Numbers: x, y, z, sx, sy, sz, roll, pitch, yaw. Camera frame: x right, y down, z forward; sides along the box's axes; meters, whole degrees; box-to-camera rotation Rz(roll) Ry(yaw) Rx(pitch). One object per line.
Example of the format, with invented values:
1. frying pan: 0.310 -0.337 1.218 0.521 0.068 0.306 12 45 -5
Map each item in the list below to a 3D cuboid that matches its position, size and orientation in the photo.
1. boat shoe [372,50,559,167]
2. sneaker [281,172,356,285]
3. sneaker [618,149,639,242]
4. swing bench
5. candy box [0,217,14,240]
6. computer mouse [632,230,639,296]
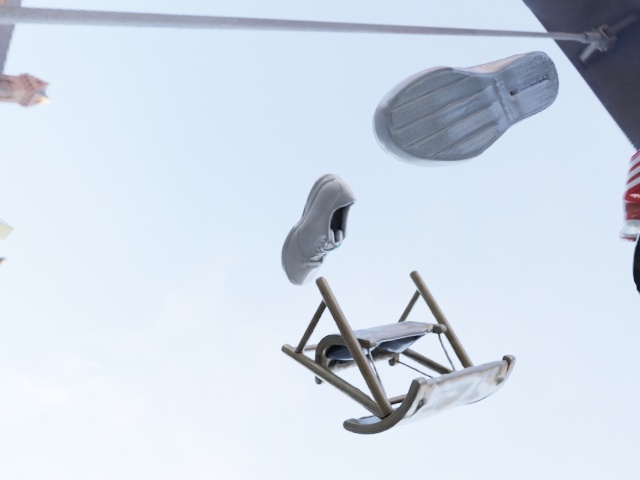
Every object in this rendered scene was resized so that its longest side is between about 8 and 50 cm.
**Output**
1. boat shoe: 0.122 -0.112 0.558 0.076 0.226 0.083 -6 -79 56
2. sneaker: 0.000 0.000 1.038 0.094 0.080 0.212 46 -55 43
3. sneaker: 0.391 -0.059 0.572 0.221 0.087 0.128 -1 -93 38
4. swing bench: 0.124 0.187 0.998 0.255 0.253 0.165 45 -60 37
5. candy box: -0.450 -0.051 0.738 0.105 0.206 0.027 35 -99 1
6. computer mouse: 0.277 0.043 0.364 0.262 0.060 0.184 5 -67 -9
